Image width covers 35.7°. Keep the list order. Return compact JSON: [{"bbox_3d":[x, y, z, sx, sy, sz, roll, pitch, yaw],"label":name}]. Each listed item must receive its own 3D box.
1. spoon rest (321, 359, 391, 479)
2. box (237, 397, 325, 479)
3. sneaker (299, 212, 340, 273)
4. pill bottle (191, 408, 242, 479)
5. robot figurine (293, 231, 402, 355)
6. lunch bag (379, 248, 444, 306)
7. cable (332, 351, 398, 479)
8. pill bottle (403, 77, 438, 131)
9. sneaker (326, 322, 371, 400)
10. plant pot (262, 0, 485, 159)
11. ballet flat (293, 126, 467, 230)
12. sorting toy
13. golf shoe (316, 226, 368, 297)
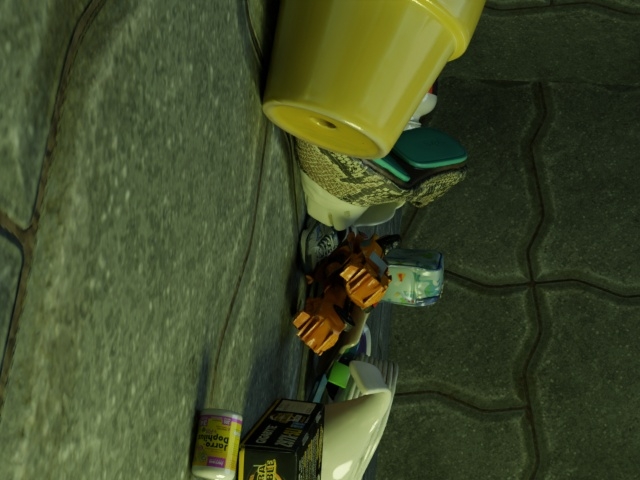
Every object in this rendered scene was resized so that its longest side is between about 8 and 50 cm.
[{"bbox_3d":[0.028,0.278,1.464,0.276,0.084,0.137,-58,-135,39],"label":"spoon rest"},{"bbox_3d":[-0.053,0.396,1.310,0.257,0.079,0.321,-33,126,-82],"label":"box"},{"bbox_3d":[0.000,0.000,1.559,0.135,0.058,0.052,-77,167,-47],"label":"sneaker"},{"bbox_3d":[-0.103,0.211,0.981,0.043,0.043,0.083,72,22,-69],"label":"pill bottle"},{"bbox_3d":[0.038,0.067,1.544,0.211,0.085,0.291,-45,-173,11],"label":"robot figurine"},{"bbox_3d":[0.132,0.064,1.940,0.176,0.219,0.090,-58,151,-75],"label":"lunch bag"},{"bbox_3d":[0.054,0.319,1.720,0.257,0.089,0.257,-66,178,-50],"label":"cable"},{"bbox_3d":[0.153,-0.370,2.024,0.181,0.182,0.322,-5,98,-82],"label":"pill bottle"},{"bbox_3d":[0.049,0.293,1.923,0.124,0.107,0.283,-55,138,-55],"label":"sneaker"},{"bbox_3d":[0.045,-0.238,1.204,0.254,0.254,0.239,60,50,-76],"label":"plant pot"},{"bbox_3d":[0.078,-0.095,1.542,0.182,0.164,0.483,-54,157,20],"label":"ballet flat"},{"bbox_3d":[0.062,0.138,1.718,0.196,0.047,0.347,124,-12,-61],"label":"sorting toy"},{"bbox_3d":[0.019,0.048,1.750,0.086,0.067,0.186,37,57,-31],"label":"golf shoe"}]
